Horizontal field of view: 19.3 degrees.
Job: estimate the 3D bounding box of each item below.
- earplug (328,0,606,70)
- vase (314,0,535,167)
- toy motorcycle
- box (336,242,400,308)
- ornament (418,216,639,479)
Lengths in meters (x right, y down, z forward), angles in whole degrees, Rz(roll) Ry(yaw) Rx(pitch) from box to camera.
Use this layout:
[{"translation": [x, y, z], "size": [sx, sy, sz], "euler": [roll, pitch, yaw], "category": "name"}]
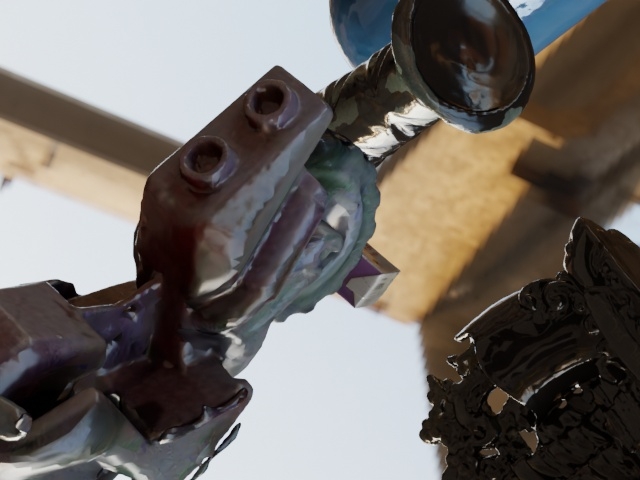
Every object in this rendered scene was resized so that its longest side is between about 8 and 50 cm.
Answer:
[{"translation": [0.105, -0.162, 0.890], "size": [0.273, 0.132, 0.132], "euler": [-41, -143, 40], "category": "earplug"}, {"translation": [0.012, -0.042, 0.696], "size": [0.167, 0.059, 0.059], "euler": [-31, -135, 58], "category": "vase"}, {"translation": [-0.073, 0.028, 0.549], "size": [0.213, 0.122, 0.082], "euler": [-43, -121, -11], "category": "toy motorcycle"}, {"translation": [0.000, 0.000, 1.370], "size": [0.117, 0.050, 0.036], "euler": [42, -77, 15], "category": "box"}, {"translation": [0.193, 0.144, 1.449], "size": [0.260, 0.106, 0.251], "euler": [-49, -120, 21], "category": "ornament"}]
